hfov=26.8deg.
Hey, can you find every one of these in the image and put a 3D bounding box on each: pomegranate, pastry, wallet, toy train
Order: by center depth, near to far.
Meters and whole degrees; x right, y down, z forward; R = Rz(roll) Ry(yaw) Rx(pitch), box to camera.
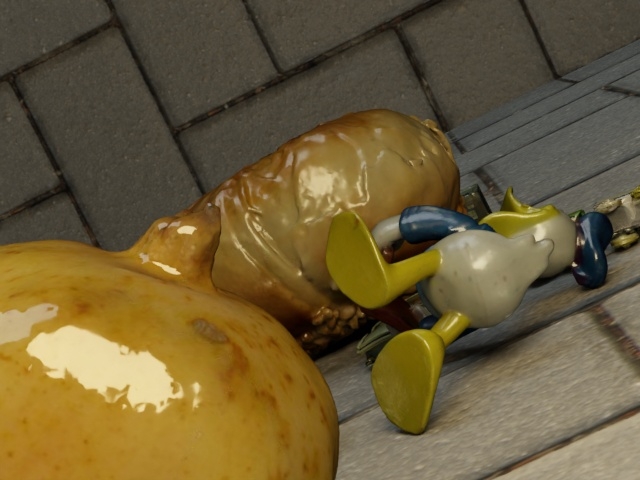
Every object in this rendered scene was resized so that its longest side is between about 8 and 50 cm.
[{"bbox_3d":[-0.145,0.131,0.898,0.342,0.343,0.342,-26,7,3],"label":"pomegranate"},{"bbox_3d":[0.301,-0.013,1.481,0.202,0.060,0.081,-22,2,21],"label":"toy train"},{"bbox_3d":[0.111,0.088,1.513,0.110,0.039,0.155,-21,8,29],"label":"wallet"},{"bbox_3d":[0.000,0.000,1.676,0.409,0.245,0.409,-30,1,0],"label":"pastry"}]

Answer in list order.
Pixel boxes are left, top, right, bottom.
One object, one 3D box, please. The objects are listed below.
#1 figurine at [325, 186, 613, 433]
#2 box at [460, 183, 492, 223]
[{"bbox_3d":[0.153,0.046,1.330,0.338,0.205,0.283,-15,-1,-28],"label":"figurine"},{"bbox_3d":[0.221,-0.042,1.969,0.060,0.063,0.085,-26,6,13],"label":"box"}]
